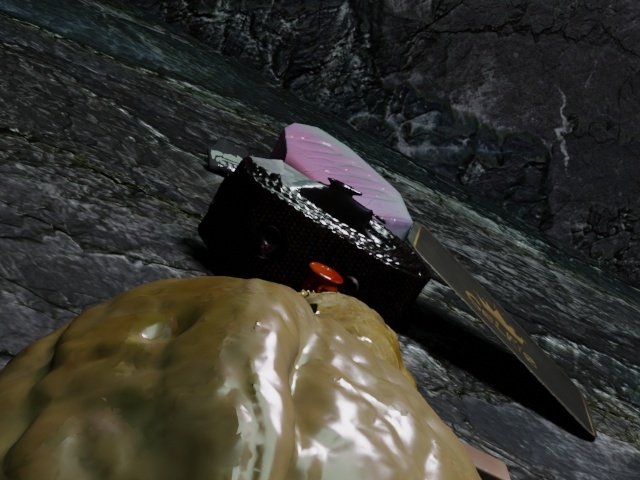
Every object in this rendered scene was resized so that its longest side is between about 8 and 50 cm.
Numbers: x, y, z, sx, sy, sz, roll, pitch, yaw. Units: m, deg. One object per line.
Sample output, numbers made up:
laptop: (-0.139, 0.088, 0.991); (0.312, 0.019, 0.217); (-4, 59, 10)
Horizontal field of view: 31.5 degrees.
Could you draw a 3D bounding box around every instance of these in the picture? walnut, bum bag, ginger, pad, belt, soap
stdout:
walnut: (-0.055, 0.160, 0.530); (0.277, 0.252, 0.313); (36, 15, -17)
bum bag: (-0.108, -0.114, 1.932); (0.198, 0.049, 0.087); (23, 38, -22)
ginger: (0.031, 0.117, 1.195); (0.157, 0.102, 0.216); (29, 11, -22)
pad: (0.272, 0.104, 1.570); (0.375, 0.063, 0.315); (46, 13, -1)
belt: (0.000, 0.000, 1.436); (0.289, 0.164, 0.184); (31, 16, -9)
soap: (0.012, -0.070, 1.777); (0.193, 0.109, 0.324); (7, 27, -38)

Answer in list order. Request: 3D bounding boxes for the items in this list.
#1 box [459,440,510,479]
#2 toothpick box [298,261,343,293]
box: (0.141, 0.226, 1.172); (0.115, 0.025, 0.048); (26, 17, -9)
toothpick box: (-0.010, 0.069, 1.337); (0.047, 0.083, 0.047); (26, 15, -7)
